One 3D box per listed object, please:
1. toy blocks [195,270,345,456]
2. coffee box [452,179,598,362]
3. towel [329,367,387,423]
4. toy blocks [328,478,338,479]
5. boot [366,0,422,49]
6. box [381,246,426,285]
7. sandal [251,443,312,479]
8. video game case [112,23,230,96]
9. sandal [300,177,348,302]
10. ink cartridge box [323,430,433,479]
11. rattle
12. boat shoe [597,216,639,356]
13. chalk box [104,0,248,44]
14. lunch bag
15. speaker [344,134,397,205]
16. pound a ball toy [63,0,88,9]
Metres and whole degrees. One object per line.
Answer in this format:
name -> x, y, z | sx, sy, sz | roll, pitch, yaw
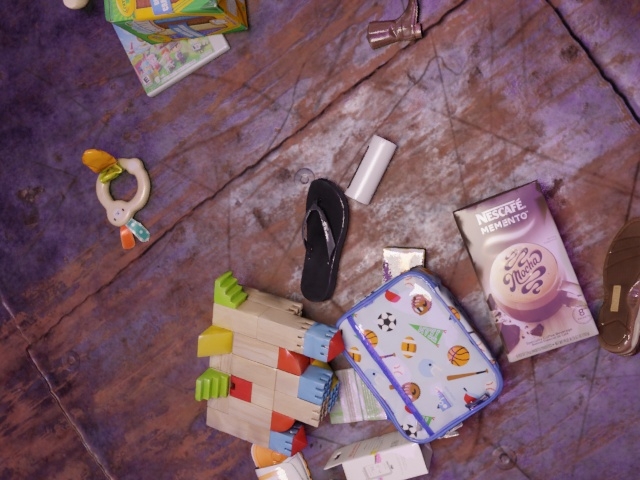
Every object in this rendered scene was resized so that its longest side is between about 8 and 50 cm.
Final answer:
toy blocks -> -0.081, 0.264, 1.342 | 0.261, 0.191, 0.381 | 16, 115, 18
coffee box -> 0.378, 0.054, 1.289 | 0.168, 0.119, 0.297 | -22, 87, 14
towel -> 0.085, 0.317, 1.422 | 0.152, 0.023, 0.113 | -10, 87, 16
toy blocks -> 0.064, 0.676, 1.316 | 0.260, 0.309, 0.288 | 22, 135, -21
boot -> 0.142, -0.444, 1.374 | 0.114, 0.037, 0.106 | -7, 88, 18
box -> 0.164, 0.130, 1.375 | 0.087, 0.058, 0.232 | 1, 93, 13
sandal -> -0.059, 0.531, 1.433 | 0.102, 0.076, 0.265 | -32, 85, 12
video game case -> -0.327, -0.447, 1.490 | 0.212, 0.023, 0.193 | -28, 85, 13
sandal -> 0.001, 0.001, 1.396 | 0.097, 0.054, 0.255 | 5, 94, 35
ink cartridge box -> 0.116, 0.438, 1.368 | 0.198, 0.115, 0.067 | -20, 88, 15
rattle -> -0.436, -0.085, 1.475 | 0.130, 0.143, 0.200 | 1, 86, -5
boat shoe -> 0.577, 0.088, 1.268 | 0.095, 0.095, 0.257 | 9, 78, 54
chalk box -> -0.315, -0.510, 1.381 | 0.289, 0.179, 0.180 | -5, 90, 13
lunch bag -> 0.183, 0.221, 1.289 | 0.243, 0.115, 0.303 | -36, 84, 14
speaker -> 0.102, -0.142, 1.381 | 0.055, 0.055, 0.136 | 28, 98, 11
pound a ball toy -> -0.486, -0.683, 1.483 | 0.319, 0.136, 0.208 | -39, 108, 12
